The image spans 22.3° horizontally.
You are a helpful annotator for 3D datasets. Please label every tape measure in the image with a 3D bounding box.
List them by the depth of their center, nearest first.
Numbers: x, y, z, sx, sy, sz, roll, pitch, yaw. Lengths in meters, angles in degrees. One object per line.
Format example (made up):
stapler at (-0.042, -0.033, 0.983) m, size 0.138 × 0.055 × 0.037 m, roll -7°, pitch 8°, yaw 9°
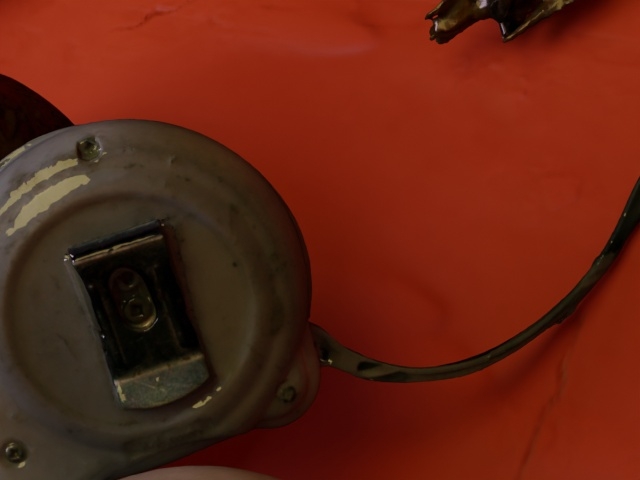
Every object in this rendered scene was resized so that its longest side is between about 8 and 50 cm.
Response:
tape measure at (0.001, 0.001, 0.674) m, size 0.330 × 0.164 × 0.084 m, roll -21°, pitch 19°, yaw -3°

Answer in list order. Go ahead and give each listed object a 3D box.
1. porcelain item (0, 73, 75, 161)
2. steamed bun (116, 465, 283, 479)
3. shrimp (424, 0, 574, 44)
porcelain item at (-0.211, 0.029, 0.798) m, size 0.253 × 0.253 × 0.253 m, roll -12°, pitch 61°, yaw 23°
steamed bun at (-0.037, 0.205, 0.633) m, size 0.231 × 0.145 × 0.232 m, roll -5°, pitch 79°, yaw 28°
shrimp at (0.123, -0.180, 0.797) m, size 0.217 × 0.051 × 0.115 m, roll -51°, pitch 48°, yaw -2°
